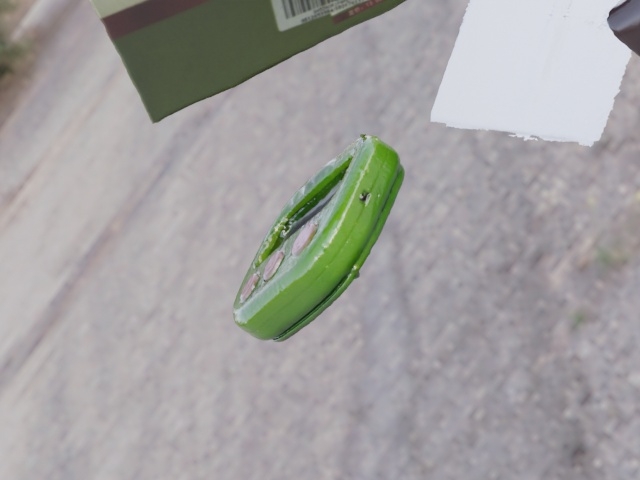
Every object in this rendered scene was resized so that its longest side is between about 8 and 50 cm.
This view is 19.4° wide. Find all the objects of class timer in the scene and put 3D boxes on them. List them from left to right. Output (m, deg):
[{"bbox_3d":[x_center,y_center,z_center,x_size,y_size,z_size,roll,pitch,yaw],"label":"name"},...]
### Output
[{"bbox_3d":[0.000,0.000,1.223,0.140,0.047,0.128,-41,18,48],"label":"timer"}]

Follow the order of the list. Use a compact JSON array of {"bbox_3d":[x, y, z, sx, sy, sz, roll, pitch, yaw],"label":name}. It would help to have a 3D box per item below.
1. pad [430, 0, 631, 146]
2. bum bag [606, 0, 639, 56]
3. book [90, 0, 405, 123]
[{"bbox_3d":[0.161,-0.175,1.241,0.156,0.004,0.232,14,81,46],"label":"pad"},{"bbox_3d":[0.229,-0.085,0.916,0.109,0.159,0.026,-32,21,41],"label":"bum bag"},{"bbox_3d":[-0.064,-0.217,1.070,0.201,0.289,0.026,-25,40,-3],"label":"book"}]
